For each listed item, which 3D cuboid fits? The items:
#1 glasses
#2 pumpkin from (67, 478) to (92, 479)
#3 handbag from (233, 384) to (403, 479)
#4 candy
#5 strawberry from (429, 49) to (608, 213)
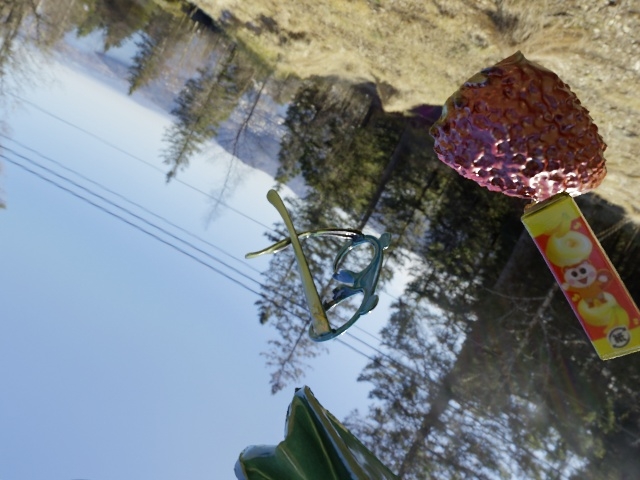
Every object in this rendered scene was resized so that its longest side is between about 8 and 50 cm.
[{"bbox_3d":[-0.014,0.027,0.657,0.206,0.102,0.239,27,-143,1],"label":"glasses"},{"bbox_3d":[-0.322,0.418,0.575,0.211,0.212,0.152,31,175,36],"label":"pumpkin"},{"bbox_3d":[0.064,0.268,0.346,0.269,0.100,0.274,53,170,-31],"label":"handbag"},{"bbox_3d":[0.465,0.052,0.795,0.276,0.088,0.146,62,-150,4],"label":"candy"},{"bbox_3d":[0.409,-0.199,0.938,0.344,0.292,0.292,50,-173,7],"label":"strawberry"}]
